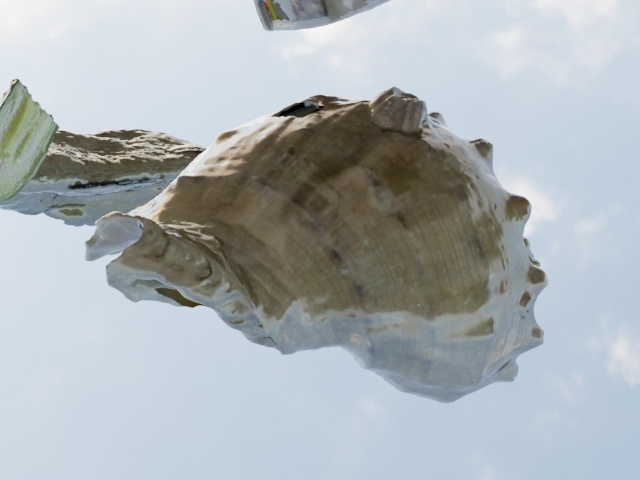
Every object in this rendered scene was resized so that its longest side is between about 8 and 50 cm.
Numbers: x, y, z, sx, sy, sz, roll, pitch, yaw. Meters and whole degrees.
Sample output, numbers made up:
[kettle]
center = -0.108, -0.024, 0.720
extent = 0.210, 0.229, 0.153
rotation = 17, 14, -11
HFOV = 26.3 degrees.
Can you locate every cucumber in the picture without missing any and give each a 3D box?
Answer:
[cucumber]
center = -0.283, -0.083, 1.224
extent = 0.035, 0.067, 0.107
rotation = -3, -130, 35

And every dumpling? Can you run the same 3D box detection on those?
[dumpling]
center = -0.220, -0.073, 1.408
extent = 0.332, 0.166, 0.086
rotation = -1, -102, -24

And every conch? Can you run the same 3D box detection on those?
[conch]
center = 0.005, -0.010, 0.919
extent = 0.263, 0.324, 0.186
rotation = 6, -102, 56

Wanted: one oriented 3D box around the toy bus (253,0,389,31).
[toy bus]
center = 0.072, -0.240, 1.076
extent = 0.268, 0.092, 0.106
rotation = -26, -159, -27
